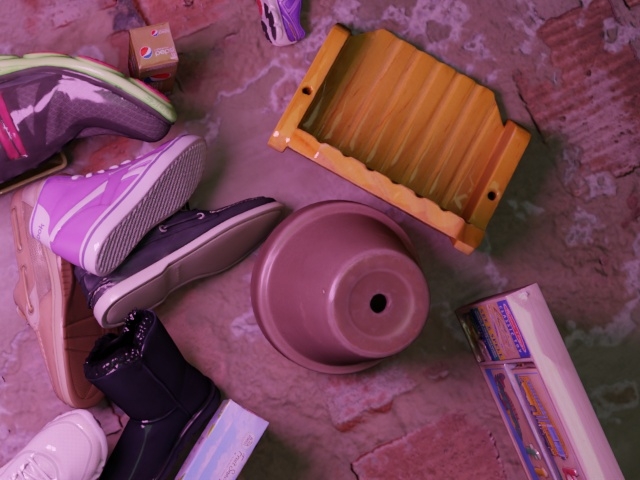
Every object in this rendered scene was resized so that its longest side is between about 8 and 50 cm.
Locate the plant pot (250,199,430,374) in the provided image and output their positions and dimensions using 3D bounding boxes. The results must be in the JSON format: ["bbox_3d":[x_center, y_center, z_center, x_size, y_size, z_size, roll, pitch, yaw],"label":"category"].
[{"bbox_3d":[0.052,0.076,1.597,0.263,0.229,0.263,-1,94,-17],"label":"plant pot"}]

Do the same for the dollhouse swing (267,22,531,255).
[{"bbox_3d":[0.134,-0.169,1.632,0.347,0.305,0.315,29,79,-3],"label":"dollhouse swing"}]

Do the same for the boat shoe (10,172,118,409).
[{"bbox_3d":[-0.379,0.078,1.623,0.110,0.122,0.341,-14,77,28],"label":"boat shoe"}]

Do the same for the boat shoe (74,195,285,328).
[{"bbox_3d":[-0.207,0.002,1.635,0.340,0.127,0.113,-33,67,-26],"label":"boat shoe"}]

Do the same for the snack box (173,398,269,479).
[{"bbox_3d":[-0.150,0.312,1.567,0.070,0.207,0.174,32,79,-3],"label":"snack box"}]

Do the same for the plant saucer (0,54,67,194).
[{"bbox_3d":[-0.497,-0.154,1.660,0.188,0.045,0.188,-25,86,-12],"label":"plant saucer"}]

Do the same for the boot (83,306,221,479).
[{"bbox_3d":[-0.271,0.238,1.565,0.246,0.094,0.207,-51,131,-17],"label":"boot"}]

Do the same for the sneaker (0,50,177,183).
[{"bbox_3d":[-0.440,-0.158,1.573,0.483,0.185,0.202,0,91,0],"label":"sneaker"}]

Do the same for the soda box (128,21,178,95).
[{"bbox_3d":[-0.248,-0.260,1.645,0.058,0.181,0.061,-14,85,-13],"label":"soda box"}]

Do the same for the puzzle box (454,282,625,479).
[{"bbox_3d":[0.330,0.267,1.617,0.052,0.272,0.409,-22,86,-11],"label":"puzzle box"}]

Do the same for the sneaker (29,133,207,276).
[{"bbox_3d":[-0.287,-0.081,1.559,0.161,0.102,0.282,23,45,22],"label":"sneaker"}]

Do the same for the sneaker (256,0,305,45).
[{"bbox_3d":[-0.065,-0.390,1.763,0.071,0.068,0.170,-14,93,-26],"label":"sneaker"}]

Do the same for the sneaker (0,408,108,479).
[{"bbox_3d":[-0.404,0.341,1.513,0.292,0.118,0.110,-42,83,15],"label":"sneaker"}]
